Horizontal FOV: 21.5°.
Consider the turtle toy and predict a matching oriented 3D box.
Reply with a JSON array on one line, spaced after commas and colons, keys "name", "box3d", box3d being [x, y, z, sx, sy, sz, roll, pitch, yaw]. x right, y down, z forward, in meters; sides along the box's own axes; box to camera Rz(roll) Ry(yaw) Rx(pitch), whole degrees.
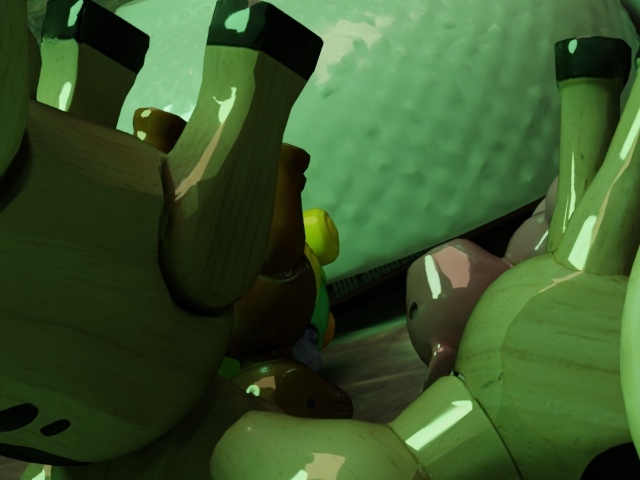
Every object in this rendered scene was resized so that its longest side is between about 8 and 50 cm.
[{"name": "turtle toy", "box3d": [-0.036, 0.039, 0.660, 0.095, 0.066, 0.130, -17, 12, 13]}]

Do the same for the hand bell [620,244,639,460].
[{"name": "hand bell", "box3d": [0.104, 0.013, 0.209, 0.126, 0.126, 0.242, -18, -7, 7]}]

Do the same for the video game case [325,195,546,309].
[{"name": "video game case", "box3d": [0.000, 0.000, 0.893, 0.285, 0.025, 0.204, -25, 12, -25]}]

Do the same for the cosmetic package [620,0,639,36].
[{"name": "cosmetic package", "box3d": [0.275, -0.143, 0.838, 0.238, 0.107, 0.127, -30, 8, 3]}]

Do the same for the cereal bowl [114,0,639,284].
[{"name": "cereal bowl", "box3d": [-0.008, -0.080, 0.867, 0.339, 0.141, 0.339, -20, 12, 4]}]

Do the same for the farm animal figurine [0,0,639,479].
[{"name": "farm animal figurine", "box3d": [-0.035, 0.022, 0.441, 0.326, 0.172, 0.330, 22, -14, -32]}]
